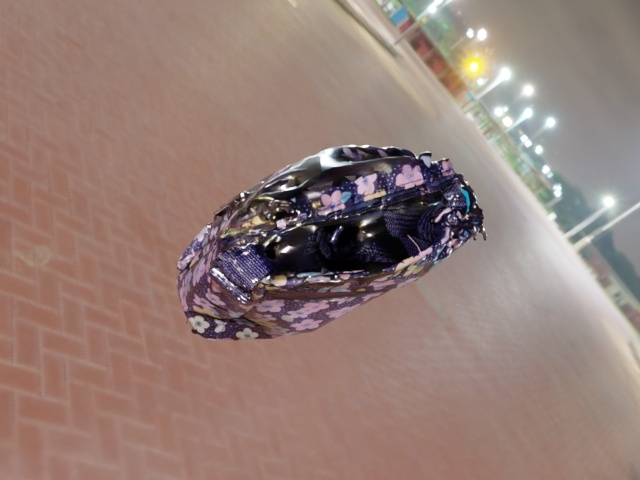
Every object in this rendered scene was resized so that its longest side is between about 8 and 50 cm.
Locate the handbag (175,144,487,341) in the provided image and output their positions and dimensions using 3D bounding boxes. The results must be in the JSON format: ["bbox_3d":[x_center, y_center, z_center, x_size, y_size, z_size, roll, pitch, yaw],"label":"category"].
[{"bbox_3d":[0.000,0.000,0.529,0.229,0.208,0.126,-17,81,-29],"label":"handbag"}]
